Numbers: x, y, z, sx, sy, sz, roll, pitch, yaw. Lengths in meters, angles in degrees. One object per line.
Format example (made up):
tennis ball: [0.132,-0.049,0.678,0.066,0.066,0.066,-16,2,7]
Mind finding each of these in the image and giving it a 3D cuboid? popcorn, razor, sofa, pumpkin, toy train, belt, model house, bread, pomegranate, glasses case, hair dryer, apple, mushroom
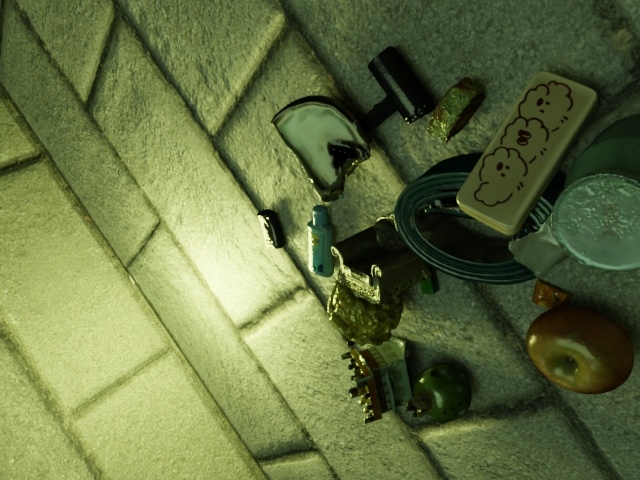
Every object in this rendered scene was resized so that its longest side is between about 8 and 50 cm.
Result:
popcorn: [0.142,0.218,1.776,0.249,0.249,0.225,21,118,35]
razor: [-0.183,-0.043,2.080,0.090,0.054,0.147,5,117,43]
sofa: [0.167,0.039,1.631,0.258,0.200,0.181,25,136,56]
pumpkin: [0.591,0.152,1.446,0.101,0.035,0.073,23,132,31]
toy train: [0.305,0.060,1.667,0.044,0.042,0.209,4,118,43]
belt: [0.404,-0.054,1.393,0.437,0.173,0.300,11,124,40]
model house: [0.203,0.462,1.901,0.198,0.215,0.224,-134,28,-66]
bread: [0.320,-0.307,1.344,0.069,0.128,0.140,40,138,13]
pomegranate: [0.358,0.483,1.751,0.187,0.225,0.186,21,118,47]
glasses case: [0.434,-0.184,1.192,0.144,0.076,0.336,32,91,26]
hair dryer: [0.170,-0.363,1.501,0.197,0.089,0.251,55,147,2]
apple: [0.628,0.256,1.367,0.235,0.173,0.210,40,141,16]
mushroom: [0.035,-0.281,1.640,0.218,0.212,0.291,-32,77,20]

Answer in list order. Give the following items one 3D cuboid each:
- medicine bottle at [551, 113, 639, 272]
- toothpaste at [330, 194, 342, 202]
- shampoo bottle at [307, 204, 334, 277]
medicine bottle: [0.593,-0.089,1.086,0.245,0.290,0.244,25,131,32]
toothpaste: [-0.003,-0.220,1.798,0.062,0.037,0.216,-21,104,49]
shampoo bottle: [0.000,0.000,1.920,0.104,0.061,0.258,24,130,34]
